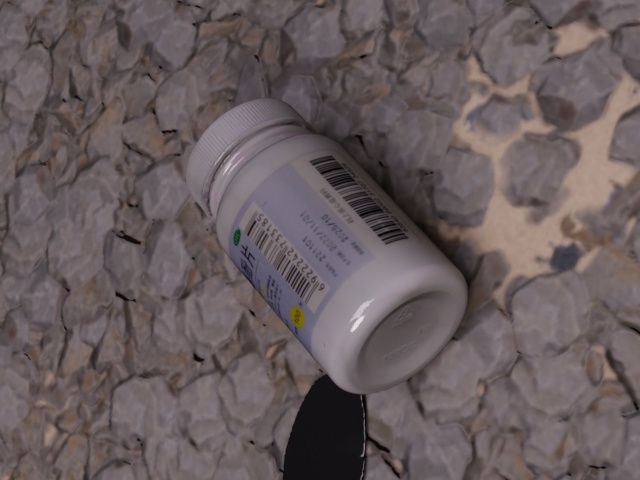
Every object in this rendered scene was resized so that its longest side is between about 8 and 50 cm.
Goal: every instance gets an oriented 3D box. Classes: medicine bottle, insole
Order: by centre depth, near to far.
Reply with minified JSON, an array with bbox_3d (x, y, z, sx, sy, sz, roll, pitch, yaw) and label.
[{"bbox_3d":[0.000,0.000,1.088,0.103,0.103,0.186,-52,56,16],"label":"medicine bottle"},{"bbox_3d":[-0.005,0.177,1.115,0.064,0.004,0.188,12,88,38],"label":"insole"}]
